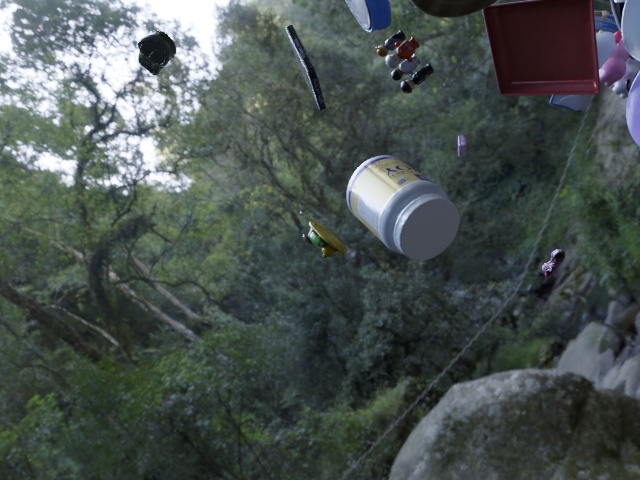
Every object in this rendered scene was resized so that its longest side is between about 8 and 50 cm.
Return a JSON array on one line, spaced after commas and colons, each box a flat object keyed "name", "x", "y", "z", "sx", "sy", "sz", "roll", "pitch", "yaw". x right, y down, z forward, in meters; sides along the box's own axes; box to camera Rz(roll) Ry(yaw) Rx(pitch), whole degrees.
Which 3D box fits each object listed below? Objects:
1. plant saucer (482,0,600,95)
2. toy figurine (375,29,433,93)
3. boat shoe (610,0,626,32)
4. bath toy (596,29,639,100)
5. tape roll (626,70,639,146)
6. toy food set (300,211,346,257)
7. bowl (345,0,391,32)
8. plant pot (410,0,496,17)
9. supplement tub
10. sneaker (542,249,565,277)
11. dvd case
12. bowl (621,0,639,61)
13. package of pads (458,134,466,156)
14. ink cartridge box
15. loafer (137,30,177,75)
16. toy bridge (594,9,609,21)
[{"name": "plant saucer", "x": 0.555, "y": -0.483, "z": 1.349, "sx": 0.047, "sy": 0.259, "sz": 0.258, "roll": -52, "pitch": -47, "yaw": -28}, {"name": "toy figurine", "x": 0.339, "y": -0.734, "z": 2.240, "sx": 0.148, "sy": 0.209, "sz": 0.213, "roll": -38, "pitch": -52, "yaw": 9}, {"name": "boat shoe", "x": 0.922, "y": -0.756, "z": 1.645, "sx": 0.088, "sy": 0.096, "sz": 0.267, "roll": -53, "pitch": -43, "yaw": -19}, {"name": "bath toy", "x": 0.904, "y": -0.544, "z": 1.646, "sx": 0.348, "sy": 0.151, "sz": 0.129, "roll": 11, "pitch": -35, "yaw": -37}, {"name": "tape roll", "x": 0.835, "y": -0.309, "z": 1.208, "sx": 0.090, "sy": 0.274, "sz": 0.274, "roll": 0, "pitch": -52, "yaw": -25}, {"name": "toy food set", "x": 0.000, "y": 0.000, "z": 1.874, "sx": 0.128, "sy": 0.218, "sz": 0.071, "roll": 26, "pitch": -74, "yaw": -43}, {"name": "bowl", "x": 0.134, "y": -0.951, "z": 1.997, "sx": 0.077, "sy": 0.391, "sz": 0.391, "roll": -29, "pitch": -21, "yaw": 3}, {"name": "plant pot", "x": 0.188, "y": -0.511, "z": 0.832, "sx": 0.323, "sy": 0.324, "sz": 0.280, "roll": 76, "pitch": -175, "yaw": -63}, {"name": "supplement tub", "x": 0.251, "y": -0.105, "z": 1.699, "sx": 0.241, "sy": 0.331, "sz": 0.240, "roll": -13, "pitch": -57, "yaw": -20}, {"name": "sneaker", "x": 0.806, "y": 0.083, "z": 1.871, "sx": 0.057, "sy": 0.047, "sz": 0.119, "roll": -63, "pitch": -10, "yaw": -45}, {"name": "dvd case", "x": -0.047, "y": -0.570, "z": 1.796, "sx": 0.030, "sy": 0.238, "sz": 0.179, "roll": -22, "pitch": -32, "yaw": 2}, {"name": "bowl", "x": 0.955, "y": -0.613, "z": 1.425, "sx": 0.298, "sy": 0.134, "sz": 0.297, "roll": -179, "pitch": 90, "yaw": -76}, {"name": "package of pads", "x": 0.557, "y": -0.372, "z": 2.137, "sx": 0.083, "sy": 0.032, "sz": 0.050, "roll": 64, "pitch": -151, "yaw": -62}, {"name": "ink cartridge box", "x": 1.101, "y": -0.751, "z": 2.225, "sx": 0.395, "sy": 0.151, "sz": 0.270, "roll": -52, "pitch": -22, "yaw": -32}, {"name": "loafer", "x": -0.448, "y": -0.534, "z": 1.504, "sx": 0.087, "sy": 0.094, "sz": 0.251, "roll": -55, "pitch": 24, "yaw": -12}, {"name": "toy bridge", "x": 0.889, "y": -0.771, "z": 1.875, "sx": 0.026, "sy": 0.188, "sz": 0.063, "roll": 66, "pitch": -150, "yaw": -47}]
